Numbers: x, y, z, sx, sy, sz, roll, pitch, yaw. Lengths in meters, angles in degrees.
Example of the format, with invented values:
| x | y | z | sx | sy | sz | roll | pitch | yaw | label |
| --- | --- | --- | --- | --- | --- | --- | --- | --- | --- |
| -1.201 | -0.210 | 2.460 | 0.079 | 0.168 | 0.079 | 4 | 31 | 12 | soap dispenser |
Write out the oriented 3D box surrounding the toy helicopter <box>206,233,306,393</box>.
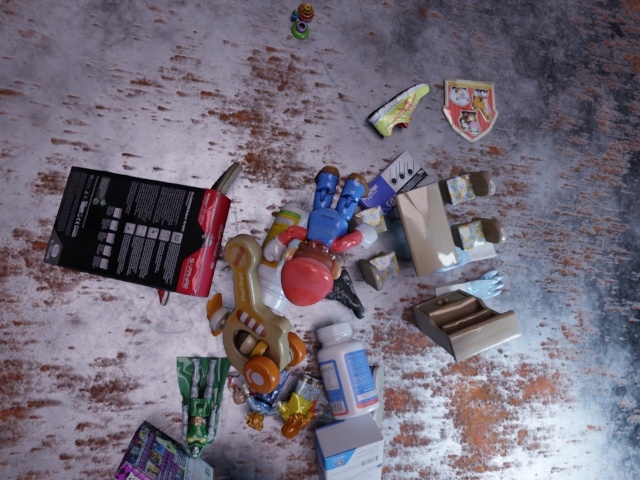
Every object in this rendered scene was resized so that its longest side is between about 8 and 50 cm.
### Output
| x | y | z | sx | sy | sz | roll | pitch | yaw | label |
| --- | --- | --- | --- | --- | --- | --- | --- | --- | --- |
| -0.173 | 0.153 | 0.983 | 0.140 | 0.235 | 0.355 | -32 | 125 | -54 | toy helicopter |

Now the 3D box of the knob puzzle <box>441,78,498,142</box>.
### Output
| x | y | z | sx | sy | sz | roll | pitch | yaw | label |
| --- | --- | --- | --- | --- | --- | --- | --- | --- | --- |
| 0.464 | -0.398 | 1.330 | 0.213 | 0.030 | 0.213 | 1 | 85 | -15 | knob puzzle |

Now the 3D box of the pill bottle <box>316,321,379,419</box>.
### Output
| x | y | z | sx | sy | sz | roll | pitch | yaw | label |
| --- | --- | --- | --- | --- | --- | --- | --- | --- | --- |
| 0.062 | 0.325 | 1.105 | 0.124 | 0.124 | 0.221 | -11 | 75 | -15 | pill bottle |

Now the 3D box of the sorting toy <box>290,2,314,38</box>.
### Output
| x | y | z | sx | sy | sz | roll | pitch | yaw | label |
| --- | --- | --- | --- | --- | --- | --- | --- | --- | --- |
| -0.051 | -0.618 | 1.207 | 0.061 | 0.042 | 0.102 | 15 | 82 | -13 | sorting toy |

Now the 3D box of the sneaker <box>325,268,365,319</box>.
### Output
| x | y | z | sx | sy | sz | roll | pitch | yaw | label |
| --- | --- | --- | --- | --- | --- | --- | --- | --- | --- |
| 0.048 | 0.144 | 1.166 | 0.089 | 0.051 | 0.170 | -21 | 86 | -15 | sneaker |

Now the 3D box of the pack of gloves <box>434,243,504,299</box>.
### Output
| x | y | z | sx | sy | sz | roll | pitch | yaw | label |
| --- | --- | --- | --- | --- | --- | --- | --- | --- | --- |
| 0.438 | 0.091 | 1.274 | 0.232 | 0.046 | 0.195 | -16 | 90 | -16 | pack of gloves |

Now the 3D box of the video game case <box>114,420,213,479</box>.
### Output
| x | y | z | sx | sy | sz | roll | pitch | yaw | label |
| --- | --- | --- | --- | --- | --- | --- | --- | --- | --- |
| -0.326 | 0.502 | 0.942 | 0.210 | 0.232 | 0.042 | 40 | 79 | -9 | video game case |

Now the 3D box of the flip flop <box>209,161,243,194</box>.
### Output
| x | y | z | sx | sy | sz | roll | pitch | yaw | label |
| --- | --- | --- | --- | --- | --- | --- | --- | --- | --- |
| -0.265 | -0.070 | 1.082 | 0.080 | 0.112 | 0.277 | 39 | 71 | -23 | flip flop |

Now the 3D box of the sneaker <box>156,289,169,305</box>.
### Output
| x | y | z | sx | sy | sz | roll | pitch | yaw | label |
| --- | --- | --- | --- | --- | --- | --- | --- | --- | --- |
| -0.398 | 0.098 | 1.055 | 0.067 | 0.042 | 0.118 | 6 | 76 | -18 | sneaker |

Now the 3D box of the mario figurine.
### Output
| x | y | z | sx | sy | sz | roll | pitch | yaw | label |
| --- | --- | --- | --- | --- | --- | --- | --- | --- | --- |
| 0.000 | 0.000 | 0.999 | 0.170 | 0.198 | 0.320 | 39 | 66 | -42 | mario figurine |

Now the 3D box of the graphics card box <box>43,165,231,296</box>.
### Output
| x | y | z | sx | sy | sz | roll | pitch | yaw | label |
| --- | --- | --- | --- | --- | --- | --- | --- | --- | --- |
| -0.403 | -0.021 | 0.968 | 0.371 | 0.094 | 0.232 | 10 | 83 | 10 | graphics card box |

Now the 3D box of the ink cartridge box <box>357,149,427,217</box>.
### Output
| x | y | z | sx | sy | sz | roll | pitch | yaw | label |
| --- | --- | --- | --- | --- | --- | --- | --- | --- | --- |
| 0.199 | -0.151 | 1.231 | 0.207 | 0.046 | 0.097 | -44 | 96 | -14 | ink cartridge box |

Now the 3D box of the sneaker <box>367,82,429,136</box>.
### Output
| x | y | z | sx | sy | sz | roll | pitch | yaw | label |
| --- | --- | --- | --- | --- | --- | --- | --- | --- | --- |
| 0.236 | -0.372 | 1.249 | 0.208 | 0.081 | 0.094 | -37 | 102 | -8 | sneaker |

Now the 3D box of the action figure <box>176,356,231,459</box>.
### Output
| x | y | z | sx | sy | sz | roll | pitch | yaw | label |
| --- | --- | --- | --- | --- | --- | --- | --- | --- | --- |
| -0.288 | 0.402 | 1.046 | 0.137 | 0.063 | 0.232 | 2 | 80 | -3 | action figure |

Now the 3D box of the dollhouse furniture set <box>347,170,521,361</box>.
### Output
| x | y | z | sx | sy | sz | roll | pitch | yaw | label |
| --- | --- | --- | --- | --- | --- | --- | --- | --- | --- |
| 0.307 | 0.057 | 1.096 | 0.362 | 0.256 | 0.394 | -19 | 99 | -8 | dollhouse furniture set |

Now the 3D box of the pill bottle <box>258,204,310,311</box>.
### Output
| x | y | z | sx | sy | sz | roll | pitch | yaw | label |
| --- | --- | --- | --- | --- | --- | --- | --- | --- | --- |
| -0.088 | 0.048 | 1.092 | 0.136 | 0.136 | 0.245 | 28 | 79 | -11 | pill bottle |

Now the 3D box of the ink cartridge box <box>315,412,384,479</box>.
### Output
| x | y | z | sx | sy | sz | roll | pitch | yaw | label |
| --- | --- | --- | --- | --- | --- | --- | --- | --- | --- |
| 0.070 | 0.536 | 1.070 | 0.148 | 0.086 | 0.203 | -12 | 125 | -15 | ink cartridge box |

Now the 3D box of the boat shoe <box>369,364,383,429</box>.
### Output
| x | y | z | sx | sy | sz | roll | pitch | yaw | label |
| --- | --- | --- | --- | --- | --- | --- | --- | --- | --- |
| 0.129 | 0.436 | 1.167 | 0.065 | 0.075 | 0.206 | 3 | 90 | 29 | boat shoe |

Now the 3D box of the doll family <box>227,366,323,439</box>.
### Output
| x | y | z | sx | sy | sz | roll | pitch | yaw | label |
| --- | --- | --- | --- | --- | --- | --- | --- | --- | --- |
| -0.104 | 0.390 | 1.067 | 0.263 | 0.118 | 0.163 | 27 | 77 | -9 | doll family |
